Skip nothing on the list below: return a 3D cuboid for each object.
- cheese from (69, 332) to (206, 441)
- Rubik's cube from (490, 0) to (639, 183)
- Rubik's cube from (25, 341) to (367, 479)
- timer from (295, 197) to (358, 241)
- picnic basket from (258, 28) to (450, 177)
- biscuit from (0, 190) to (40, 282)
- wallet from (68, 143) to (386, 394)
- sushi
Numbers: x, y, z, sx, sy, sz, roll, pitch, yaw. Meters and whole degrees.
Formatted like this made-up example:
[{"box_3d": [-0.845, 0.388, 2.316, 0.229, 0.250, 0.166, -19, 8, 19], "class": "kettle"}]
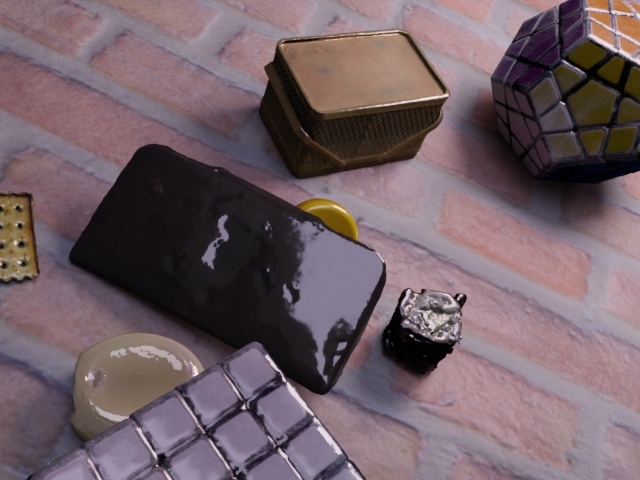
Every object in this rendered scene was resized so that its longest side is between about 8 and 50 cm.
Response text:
[{"box_3d": [-0.162, 0.168, 0.814, 0.227, 0.064, 0.137, 2, 56, -20], "class": "cheese"}, {"box_3d": [0.441, -0.242, 1.193, 0.318, 0.319, 0.264, 3, 80, -18], "class": "Rubik's cube"}, {"box_3d": [-0.101, 0.275, 0.645, 0.237, 0.237, 0.238, -27, 67, -32], "class": "Rubik's cube"}, {"box_3d": [0.000, 0.000, 0.962, 0.107, 0.107, 0.109, 7, 13, -15], "class": "timer"}, {"box_3d": [0.047, -0.213, 1.114, 0.266, 0.139, 0.165, -13, 61, -27], "class": "picnic basket"}, {"box_3d": [-0.445, 0.000, 0.864, 0.203, 0.016, 0.144, -6, 58, -24], "class": "biscuit"}, {"box_3d": [-0.112, 0.021, 0.896, 0.377, 0.051, 0.197, 26, 74, 8], "class": "wallet"}, {"box_3d": [0.135, 0.112, 0.946, 0.094, 0.084, 0.098, 21, 47, 0], "class": "sushi"}]
